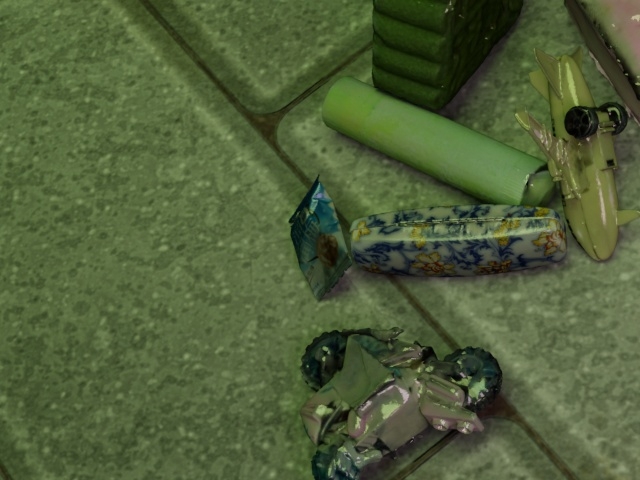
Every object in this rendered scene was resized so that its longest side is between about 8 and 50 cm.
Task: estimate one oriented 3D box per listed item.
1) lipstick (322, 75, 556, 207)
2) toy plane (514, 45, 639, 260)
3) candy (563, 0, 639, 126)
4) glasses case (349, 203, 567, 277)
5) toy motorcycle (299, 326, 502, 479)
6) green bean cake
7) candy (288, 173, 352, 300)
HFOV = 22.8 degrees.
[{"bbox_3d":[0.138,-0.112,1.883,0.304,0.076,0.076,27,73,29],"label":"lipstick"},{"bbox_3d":[0.296,-0.100,1.778,0.092,0.229,0.244,-20,85,37],"label":"toy plane"},{"bbox_3d":[0.368,-0.242,1.834,0.115,0.155,0.265,-30,56,6],"label":"candy"},{"bbox_3d":[0.156,0.001,1.805,0.248,0.087,0.065,-3,55,15],"label":"glasses case"},{"bbox_3d":[0.065,0.196,1.714,0.239,0.108,0.204,-7,50,44],"label":"toy motorcycle"},{"bbox_3d":[0.156,-0.302,1.887,0.125,0.222,0.248,20,49,19],"label":"green bean cake"},{"bbox_3d":[0.000,0.000,1.872,0.088,0.038,0.136,-53,45,39],"label":"candy"}]
